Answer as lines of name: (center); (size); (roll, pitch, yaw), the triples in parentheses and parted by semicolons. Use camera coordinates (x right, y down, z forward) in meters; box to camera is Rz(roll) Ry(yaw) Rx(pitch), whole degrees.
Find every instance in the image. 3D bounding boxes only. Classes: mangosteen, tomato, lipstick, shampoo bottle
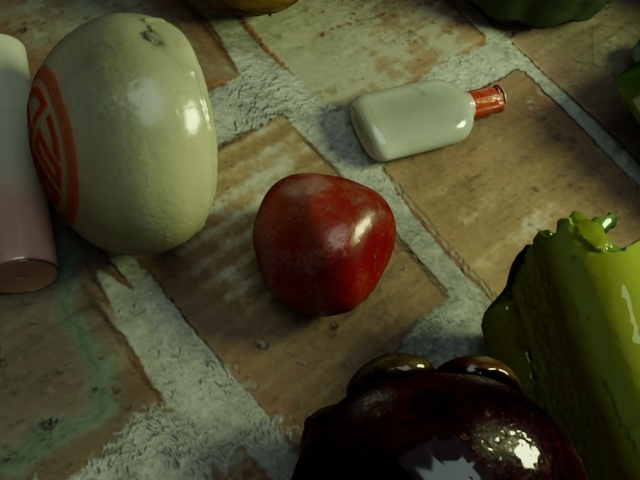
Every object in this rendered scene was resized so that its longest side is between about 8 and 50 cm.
mangosteen: (0.115, 0.253, 1.048); (0.307, 0.306, 0.347); (3, 36, -10)
tomato: (0.000, 0.000, 1.229); (0.187, 0.151, 0.187); (3, 65, -5)
lipstick: (-0.385, -0.099, 1.236); (0.087, 0.087, 0.326); (-8, 64, -16)
shampoo bottle: (0.156, -0.177, 1.411); (0.221, 0.051, 0.108); (-15, 64, -18)

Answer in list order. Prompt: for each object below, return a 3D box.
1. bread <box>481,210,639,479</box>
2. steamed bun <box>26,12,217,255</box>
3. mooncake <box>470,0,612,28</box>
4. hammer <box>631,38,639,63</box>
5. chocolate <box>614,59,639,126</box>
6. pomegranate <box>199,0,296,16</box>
bread: (0.336, 0.182, 1.152); (0.208, 0.251, 0.376); (8, 57, -27)
steamed bun: (-0.242, -0.117, 1.163); (0.177, 0.283, 0.283); (-12, 65, -26)
mooncake: (0.330, -0.497, 1.543); (0.357, 0.194, 0.356); (3, 62, -5)
hammer: (0.575, -0.284, 1.552); (0.194, 0.069, 0.116); (-23, 67, -27)
chocolate: (0.610, -0.178, 1.416); (0.289, 0.137, 0.300); (-32, 92, -26)
pomegranate: (-0.096, -0.453, 1.389); (0.281, 0.281, 0.281); (5, 61, -9)
